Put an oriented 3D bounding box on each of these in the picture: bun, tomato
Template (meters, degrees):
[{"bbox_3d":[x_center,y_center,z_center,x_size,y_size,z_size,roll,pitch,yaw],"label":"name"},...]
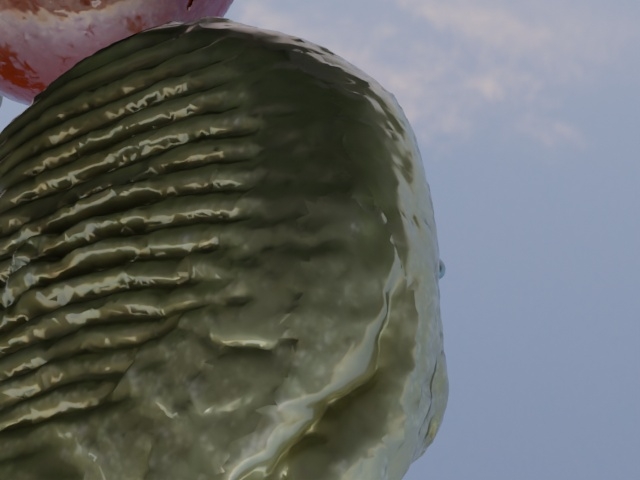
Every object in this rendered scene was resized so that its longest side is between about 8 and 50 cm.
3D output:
[{"bbox_3d":[-0.042,0.039,0.492,0.220,0.134,0.220,-24,-133,28],"label":"bun"},{"bbox_3d":[-0.153,-0.179,0.972,0.184,0.208,0.208,48,-122,-4],"label":"tomato"}]

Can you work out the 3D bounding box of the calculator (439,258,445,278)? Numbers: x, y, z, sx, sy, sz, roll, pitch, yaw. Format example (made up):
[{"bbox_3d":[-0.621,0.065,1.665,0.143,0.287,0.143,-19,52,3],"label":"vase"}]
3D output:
[{"bbox_3d":[0.000,0.000,1.476,0.302,0.042,0.188,15,-165,-37],"label":"calculator"}]

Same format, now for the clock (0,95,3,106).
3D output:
[{"bbox_3d":[-0.502,-0.092,1.525,0.114,0.309,0.284,51,-159,15],"label":"clock"}]
